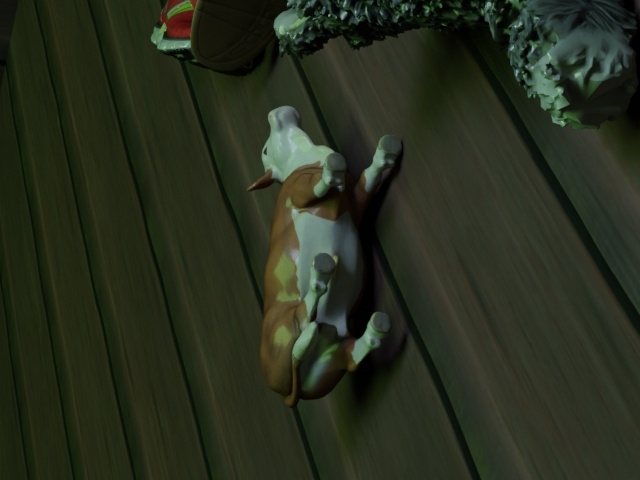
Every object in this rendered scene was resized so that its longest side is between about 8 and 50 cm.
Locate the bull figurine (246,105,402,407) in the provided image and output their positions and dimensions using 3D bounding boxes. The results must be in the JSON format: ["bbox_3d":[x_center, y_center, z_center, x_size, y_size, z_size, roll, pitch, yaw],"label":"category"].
[{"bbox_3d":[0.000,0.000,1.867,0.188,0.101,0.310,135,139,-59],"label":"bull figurine"}]

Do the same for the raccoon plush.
[{"bbox_3d":[0.076,-0.176,1.565,0.299,0.216,0.446,105,162,-47],"label":"raccoon plush"}]

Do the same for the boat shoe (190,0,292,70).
[{"bbox_3d":[-0.070,-0.326,2.217,0.089,0.104,0.285,-107,39,-60],"label":"boat shoe"}]

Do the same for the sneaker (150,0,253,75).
[{"bbox_3d":[-0.144,-0.275,2.412,0.279,0.107,0.118,34,107,67],"label":"sneaker"}]
